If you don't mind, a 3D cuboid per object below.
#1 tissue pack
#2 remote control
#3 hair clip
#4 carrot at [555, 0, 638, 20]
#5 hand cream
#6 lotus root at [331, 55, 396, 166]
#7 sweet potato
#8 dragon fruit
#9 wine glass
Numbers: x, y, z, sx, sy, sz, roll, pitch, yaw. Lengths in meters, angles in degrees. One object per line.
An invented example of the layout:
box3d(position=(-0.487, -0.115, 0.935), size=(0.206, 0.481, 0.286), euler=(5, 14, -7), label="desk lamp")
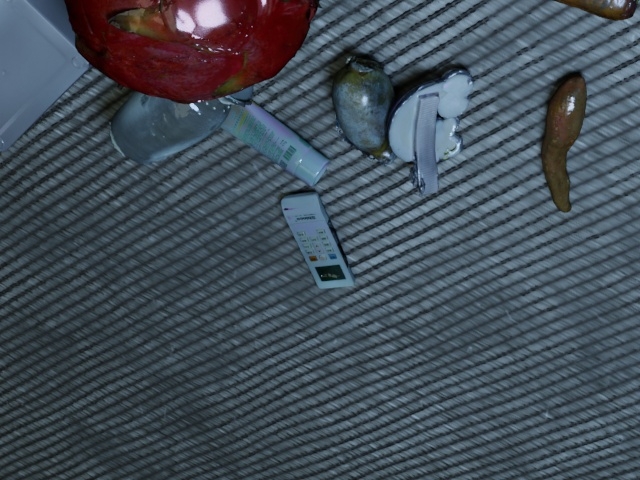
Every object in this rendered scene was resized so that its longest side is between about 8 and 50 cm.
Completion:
box3d(position=(-0.407, -0.263, 1.756), size=(0.159, 0.136, 0.246), euler=(45, 129, -14), label="tissue pack")
box3d(position=(0.000, 0.000, 1.861), size=(0.065, 0.029, 0.166), euler=(-7, 127, 25), label="remote control")
box3d(position=(0.140, -0.143, 1.653), size=(0.116, 0.049, 0.172), euler=(-15, 127, -22), label="hair clip")
box3d(position=(0.296, -0.301, 1.500), size=(0.161, 0.055, 0.055), euler=(19, 131, 17), label="carrot")
box3d(position=(-0.069, -0.144, 1.775), size=(0.174, 0.047, 0.076), euler=(35, 132, 6), label="hand cream")
box3d(position=(0.059, -0.168, 1.672), size=(0.088, 0.088, 0.165), euler=(2, 133, 21), label="lotus root")
box3d(position=(0.311, -0.118, 1.636), size=(0.050, 0.050, 0.214), euler=(11, 133, 14), label="sweet potato")
box3d(position=(-0.157, -0.312, 1.525), size=(0.301, 0.296, 0.296), euler=(-8, 122, 15), label="dragon fruit")
box3d(position=(-0.191, -0.185, 1.741), size=(0.204, 0.111, 0.111), euler=(-29, 111, 34), label="wine glass")
